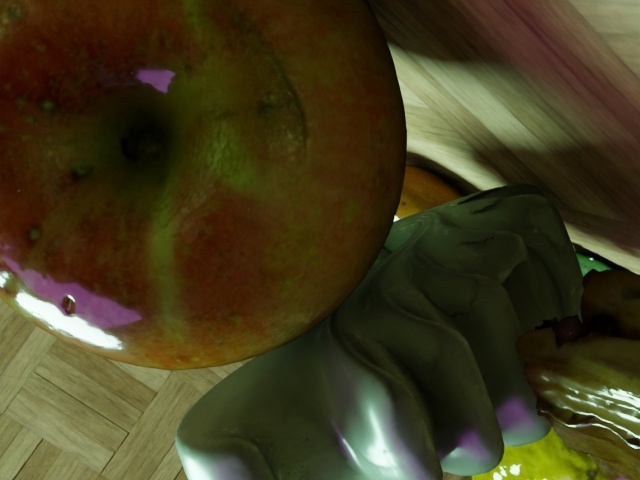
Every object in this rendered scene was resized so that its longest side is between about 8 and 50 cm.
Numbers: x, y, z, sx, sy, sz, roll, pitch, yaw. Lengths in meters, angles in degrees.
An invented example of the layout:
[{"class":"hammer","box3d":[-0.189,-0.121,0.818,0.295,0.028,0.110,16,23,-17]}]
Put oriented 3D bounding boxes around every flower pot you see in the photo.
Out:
[{"class":"flower pot","box3d":[0.066,0.092,1.048,0.164,0.254,0.367,68,-153,-14]}]

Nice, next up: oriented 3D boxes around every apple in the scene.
[{"class":"apple","box3d":[-0.103,-0.077,0.949,0.339,0.339,0.339,34,172,5]}]

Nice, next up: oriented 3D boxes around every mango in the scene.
[{"class":"mango","box3d":[0.112,-0.021,1.312,0.159,0.084,0.105,25,150,13]}]

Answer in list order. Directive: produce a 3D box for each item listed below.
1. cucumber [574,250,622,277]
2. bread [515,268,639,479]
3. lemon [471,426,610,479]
[{"class":"cucumber","box3d":[0.282,0.090,1.212,0.193,0.115,0.086,36,-165,22]},{"class":"bread","box3d":[0.343,0.125,0.838,0.314,0.191,0.370,43,164,-26]},{"class":"lemon","box3d":[0.301,0.251,1.515,0.285,0.285,0.316,37,-163,-13]}]
